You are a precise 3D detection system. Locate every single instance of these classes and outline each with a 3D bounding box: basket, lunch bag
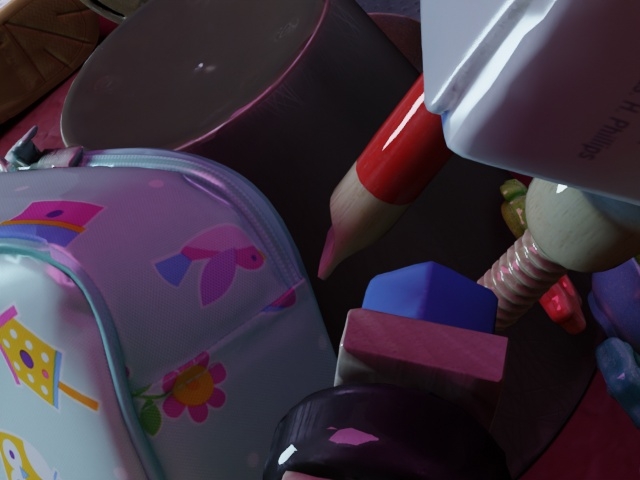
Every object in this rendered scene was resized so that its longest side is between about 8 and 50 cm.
[{"bbox_3d":[0.000,0.000,0.714,0.204,0.227,0.154,-45,36,-12],"label":"basket"},{"bbox_3d":[-0.086,0.094,0.630,0.224,0.279,0.108,-1,26,44],"label":"lunch bag"}]

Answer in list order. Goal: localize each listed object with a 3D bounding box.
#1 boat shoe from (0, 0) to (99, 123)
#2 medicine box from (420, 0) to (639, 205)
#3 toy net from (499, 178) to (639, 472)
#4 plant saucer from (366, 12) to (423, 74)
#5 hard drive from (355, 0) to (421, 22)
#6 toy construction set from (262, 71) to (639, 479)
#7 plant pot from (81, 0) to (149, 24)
[{"bbox_3d":[-0.293,-0.105,1.191,0.277,0.098,0.096,-35,34,-16],"label":"boat shoe"},{"bbox_3d":[0.186,-0.128,0.472,0.149,0.289,0.263,124,155,-45],"label":"medicine box"},{"bbox_3d":[0.137,0.058,0.627,0.045,0.122,0.232,-37,33,16],"label":"toy net"},{"bbox_3d":[0.003,-0.041,0.824,0.168,0.168,0.029,-36,57,-1],"label":"plant saucer"},{"bbox_3d":[0.010,-0.116,0.986,0.172,0.054,0.254,12,58,47],"label":"hard drive"},{"bbox_3d":[0.053,0.115,0.487,0.237,0.257,0.309,-51,43,48],"label":"toy construction set"},{"bbox_3d":[-0.105,-0.247,1.152,0.167,0.167,0.165,-6,53,35],"label":"plant pot"}]
